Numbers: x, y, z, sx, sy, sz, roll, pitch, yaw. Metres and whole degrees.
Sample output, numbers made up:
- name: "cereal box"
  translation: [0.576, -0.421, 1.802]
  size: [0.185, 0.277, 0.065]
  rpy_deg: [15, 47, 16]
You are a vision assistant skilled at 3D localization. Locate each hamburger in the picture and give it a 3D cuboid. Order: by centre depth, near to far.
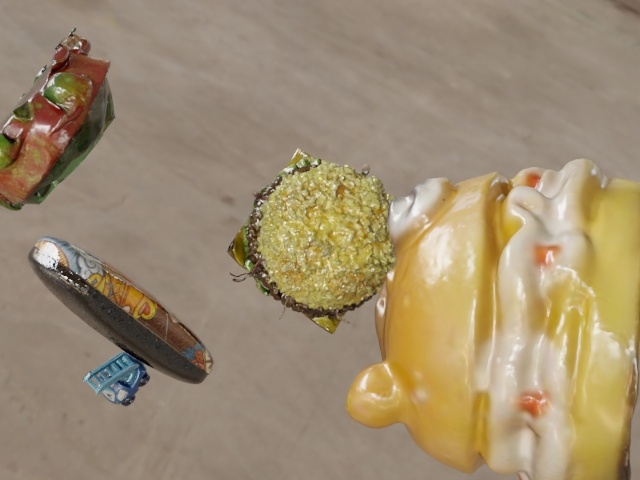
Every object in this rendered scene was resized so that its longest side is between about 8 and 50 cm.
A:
- name: "hamburger"
  translation: [0.152, 0.066, 1.103]
  size: [0.236, 0.277, 0.276]
  rpy_deg: [5, 21, 13]
- name: "hamburger"
  translation: [0.000, 0.000, 1.950]
  size: [0.243, 0.262, 0.138]
  rpy_deg: [34, -12, -10]

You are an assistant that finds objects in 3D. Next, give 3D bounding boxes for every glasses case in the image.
- name: "glasses case"
  translation: [-0.253, 0.094, 1.750]
  size: [0.122, 0.082, 0.321]
  rpy_deg: [24, -15, 42]

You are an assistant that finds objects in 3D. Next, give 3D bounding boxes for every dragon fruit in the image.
- name: "dragon fruit"
  translation: [-0.390, -0.163, 1.917]
  size: [0.130, 0.268, 0.295]
  rpy_deg: [43, 35, -15]

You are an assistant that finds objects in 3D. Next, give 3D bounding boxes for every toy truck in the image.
- name: "toy truck"
  translation: [-0.282, 0.187, 1.842]
  size: [0.056, 0.073, 0.090]
  rpy_deg: [42, 8, 22]
